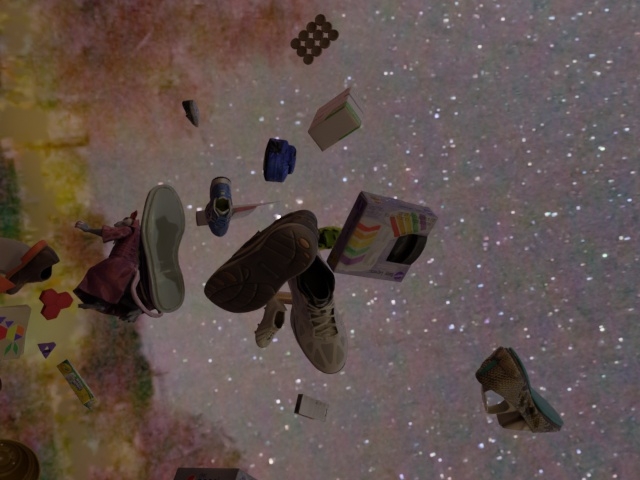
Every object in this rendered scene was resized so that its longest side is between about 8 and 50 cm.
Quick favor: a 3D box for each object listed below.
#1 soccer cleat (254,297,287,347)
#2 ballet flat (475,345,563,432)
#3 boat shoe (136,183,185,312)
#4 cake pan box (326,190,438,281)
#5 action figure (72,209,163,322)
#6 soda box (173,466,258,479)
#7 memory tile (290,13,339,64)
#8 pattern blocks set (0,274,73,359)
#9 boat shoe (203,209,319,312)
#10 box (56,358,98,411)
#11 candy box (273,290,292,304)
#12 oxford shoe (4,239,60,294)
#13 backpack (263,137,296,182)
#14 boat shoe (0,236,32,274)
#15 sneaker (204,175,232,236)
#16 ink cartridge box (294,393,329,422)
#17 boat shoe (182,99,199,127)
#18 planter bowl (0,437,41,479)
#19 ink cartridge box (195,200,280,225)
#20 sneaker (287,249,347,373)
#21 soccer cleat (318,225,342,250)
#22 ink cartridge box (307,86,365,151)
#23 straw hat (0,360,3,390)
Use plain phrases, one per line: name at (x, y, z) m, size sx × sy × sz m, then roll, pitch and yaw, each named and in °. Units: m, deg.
soccer cleat at (-0.155, 0.269, 1.867) m, size 0.076 × 0.068 × 0.196 m, roll 39°, pitch -55°, yaw 34°
ballet flat at (0.606, 0.500, 1.884) m, size 0.483 × 0.182 × 0.164 m, roll 48°, pitch 11°, yaw -38°
boat shoe at (-0.386, 0.018, 1.416) m, size 0.091 × 0.114 × 0.303 m, roll 7°, pitch -84°, yaw 49°
cake pan box at (0.181, -0.002, 1.732) m, size 0.246 × 0.267 × 0.070 m, roll -62°, pitch -145°, yaw 26°
action figure at (-0.627, 0.056, 1.901) m, size 0.275 × 0.248 × 0.370 m, roll -6°, pitch -122°, yaw 28°
soda box at (-0.323, 0.737, 1.775) m, size 0.286 × 0.091 × 0.098 m, roll -17°, pitch -139°, yaw 37°
memory tile at (-0.020, -0.654, 1.946) m, size 0.113 × 0.148 × 0.012 m, roll 52°, pitch 12°, yaw 15°
pattern blocks set at (-0.762, 0.214, 1.378) m, size 0.026 × 0.325 × 0.285 m, roll 25°, pitch -87°, yaw 40°
boat shoe at (-0.122, 0.050, 1.334) m, size 0.355 × 0.130 × 0.132 m, roll -31°, pitch -70°, yaw 36°
box at (-0.778, 0.473, 1.935) m, size 0.179 × 0.043 × 0.105 m, roll 52°, pitch -22°, yaw 10°
candy box at (-0.135, 0.222, 2.314) m, size 0.105 × 0.206 × 0.027 m, roll -24°, pitch 117°, yaw -74°
oxford shoe at (-0.951, 0.113, 1.960) m, size 0.098 × 0.097 × 0.271 m, roll 46°, pitch -60°, yaw -9°
backpack at (-0.126, -0.240, 1.832) m, size 0.098 × 0.101 × 0.120 m, roll 97°, pitch 0°, yaw -60°
boat shoe at (-1.142, 0.045, 2.071) m, size 0.158 × 0.340 × 0.127 m, roll -11°, pitch -121°, yaw 55°
sneaker at (-0.302, -0.086, 1.776) m, size 0.081 × 0.080 × 0.211 m, roll -104°, pitch -164°, yaw -45°
ink cartridge box at (-0.028, 0.540, 1.924) m, size 0.029 × 0.115 × 0.063 m, roll -16°, pitch -128°, yaw 48°
boat shoe at (-0.423, -0.418, 1.962) m, size 0.142 × 0.040 × 0.049 m, roll 98°, pitch -6°, yaw -70°
planter bowl at (-0.899, 0.631, 1.674) m, size 0.090 × 0.217 × 0.217 m, roll -149°, pitch -126°, yaw -65°
ink cartridge box at (-0.272, -0.091, 2.005) m, size 0.189 × 0.232 × 0.066 m, roll -27°, pitch 116°, yaw -71°
sneaker at (-0.017, 0.222, 1.830) m, size 0.257 × 0.169 × 0.447 m, roll -138°, pitch -148°, yaw -84°
soccer cleat at (-0.001, -0.001, 2.377) m, size 0.289 × 0.121 × 0.093 m, roll -20°, pitch -87°, yaw 36°
ink cartridge box at (0.072, -0.518, 2.535) m, size 0.115 × 0.198 × 0.273 m, roll 51°, pitch 26°, yaw -20°
straw hat at (-0.915, 0.346, 1.651) m, size 0.061 × 0.144 × 0.144 m, roll -56°, pitch 159°, yaw -54°
